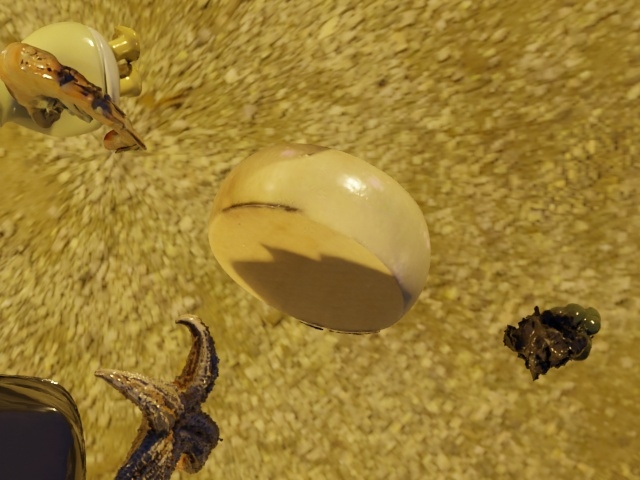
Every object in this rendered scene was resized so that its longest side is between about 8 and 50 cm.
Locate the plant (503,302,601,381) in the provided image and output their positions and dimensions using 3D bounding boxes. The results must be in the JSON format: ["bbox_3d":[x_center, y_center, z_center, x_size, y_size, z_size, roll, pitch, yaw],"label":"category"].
[{"bbox_3d":[0.264,0.108,1.388,0.085,0.174,0.087,2,98,32],"label":"plant"}]

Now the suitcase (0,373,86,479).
[{"bbox_3d":[-0.376,0.253,1.043,0.345,0.188,0.339,4,95,-9],"label":"suitcase"}]

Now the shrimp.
[{"bbox_3d":[-0.245,-0.136,1.260,0.173,0.253,0.058,31,82,-1],"label":"shrimp"}]

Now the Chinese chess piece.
[{"bbox_3d":[0.000,0.000,1.372,0.251,0.251,0.097,30,59,-10],"label":"Chinese chess piece"}]

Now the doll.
[{"bbox_3d":[-0.348,-0.181,1.459,0.296,0.117,0.141,-12,128,-25],"label":"doll"}]

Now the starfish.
[{"bbox_3d":[-0.167,0.192,1.316,0.071,0.216,0.238,22,89,25],"label":"starfish"}]
